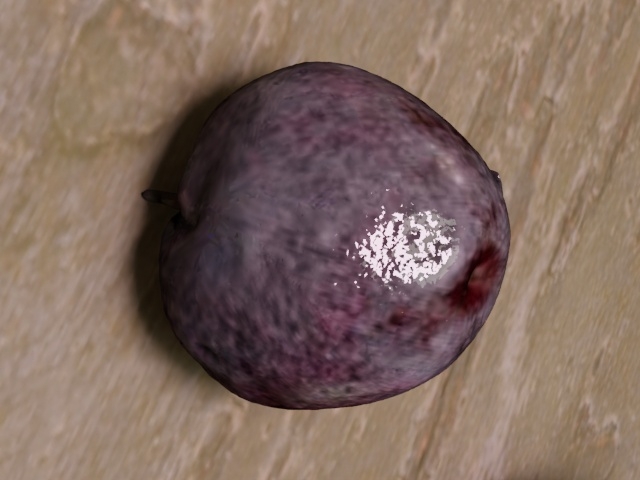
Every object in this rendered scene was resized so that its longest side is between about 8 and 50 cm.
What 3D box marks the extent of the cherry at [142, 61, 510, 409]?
[{"bbox_3d":[0.008,0.003,0.746,0.195,0.195,0.195,-8,102,-42],"label":"cherry"}]
